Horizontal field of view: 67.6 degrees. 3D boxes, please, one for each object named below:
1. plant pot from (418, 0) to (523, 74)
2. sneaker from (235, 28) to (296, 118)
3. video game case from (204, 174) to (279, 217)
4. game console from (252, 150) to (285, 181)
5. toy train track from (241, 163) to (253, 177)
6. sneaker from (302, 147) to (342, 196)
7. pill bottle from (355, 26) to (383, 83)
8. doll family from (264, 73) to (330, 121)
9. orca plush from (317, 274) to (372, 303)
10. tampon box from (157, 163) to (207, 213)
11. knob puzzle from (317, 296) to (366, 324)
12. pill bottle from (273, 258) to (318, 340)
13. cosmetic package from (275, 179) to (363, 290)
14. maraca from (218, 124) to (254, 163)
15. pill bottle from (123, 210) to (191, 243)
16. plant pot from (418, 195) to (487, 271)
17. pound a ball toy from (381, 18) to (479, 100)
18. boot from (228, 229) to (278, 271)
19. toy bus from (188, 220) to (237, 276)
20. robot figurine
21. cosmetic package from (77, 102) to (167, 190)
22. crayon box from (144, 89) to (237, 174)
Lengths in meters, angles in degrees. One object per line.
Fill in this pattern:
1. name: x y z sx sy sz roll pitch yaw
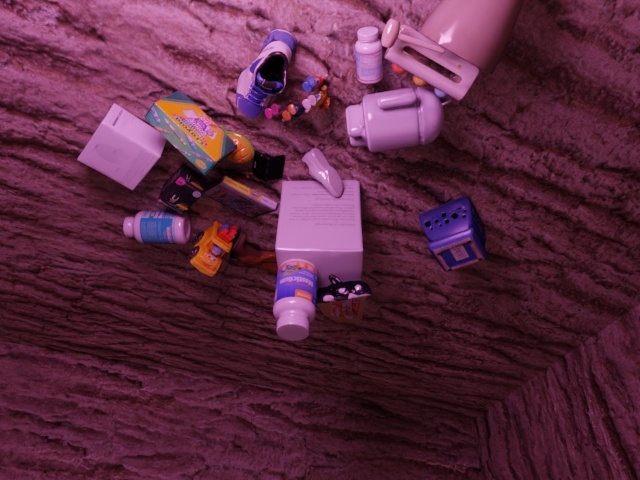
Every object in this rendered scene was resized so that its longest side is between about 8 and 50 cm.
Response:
1. plant pot: 0.466 -0.666 1.374 0.257 0.256 0.273 21 118 -20
2. sneaker: -0.193 -0.519 1.566 0.128 0.182 0.315 24 132 -20
3. video game case: -0.333 -0.171 1.951 0.248 0.035 0.275 27 163 -25
4. game console: -0.210 -0.304 1.920 0.107 0.071 0.122 29 137 14
5. toy train track: -0.298 -0.291 1.936 0.048 0.014 0.083 5 132 7
6. sneaker: 0.006 -0.258 1.893 0.094 0.080 0.212 -25 101 42
7. pill bottle: 0.156 -0.597 1.542 0.087 0.087 0.160 -4 136 6
8. doll family: -0.058 -0.463 1.647 0.263 0.163 0.118 -27 101 26
9. orca plush: 0.048 0.182 1.821 0.288 0.102 0.151 -15 171 34
10. tampon box: -0.565 -0.209 1.964 0.121 0.101 0.161 33 128 -30
11. knob puzzle: 0.079 0.255 1.924 0.214 0.030 0.213 5 128 7
12. pill bottle: -0.088 0.210 1.701 0.153 0.271 0.152 1 137 1
13. cosmetic package: 0.000 0.000 1.961 0.328 0.393 0.329 0 138 1
14. maraca: -0.336 -0.360 1.802 0.186 0.099 0.127 31 130 -12
15. pill bottle: -0.716 -0.057 2.098 0.265 0.146 0.146 1 137 0
16. plant pot: 0.581 -0.012 2.066 0.236 0.212 0.236 -22 132 24
17. pound a ball toy: 0.315 -0.542 1.462 0.320 0.208 0.135 26 117 -7
18. boot: -0.278 0.062 2.252 0.281 0.096 0.264 11 136 -11
19. toy bus: -0.459 0.020 2.131 0.212 0.220 0.149 -35 121 25
20. robot figurine: 0.268 -0.417 1.648 0.354 0.199 0.300 -6 168 8
21. cosmetic package: -0.738 -0.346 1.796 0.225 0.138 0.224 34 128 -28
22. crayon box: -0.446 -0.378 1.670 0.278 0.165 0.081 44 126 -10
